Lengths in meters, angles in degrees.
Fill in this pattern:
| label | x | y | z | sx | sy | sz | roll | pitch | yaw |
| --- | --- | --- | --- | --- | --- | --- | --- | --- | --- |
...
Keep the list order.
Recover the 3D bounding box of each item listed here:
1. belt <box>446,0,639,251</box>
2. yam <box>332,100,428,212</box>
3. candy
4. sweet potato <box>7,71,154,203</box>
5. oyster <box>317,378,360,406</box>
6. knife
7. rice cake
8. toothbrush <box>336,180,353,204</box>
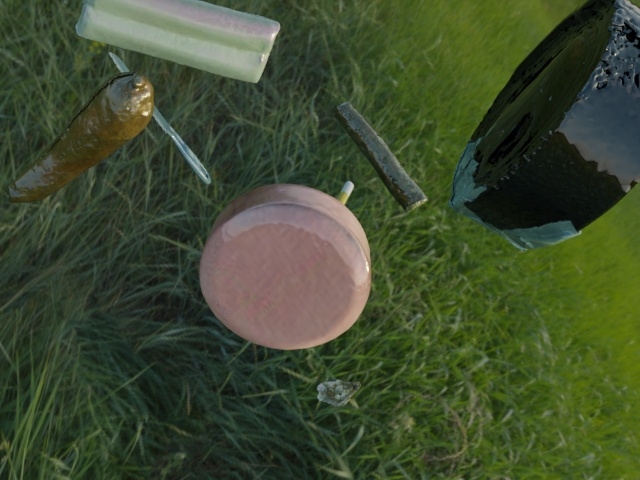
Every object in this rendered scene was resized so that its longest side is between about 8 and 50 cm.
| label | x | y | z | sx | sy | sz | roll | pitch | yaw |
| --- | --- | --- | --- | --- | --- | --- | --- | --- | --- |
| belt | 0.161 | -0.070 | 0.439 | 0.078 | 0.198 | 0.151 | 29 | 67 | -5 |
| yam | 0.123 | -0.178 | 1.325 | 0.061 | 0.061 | 0.274 | -33 | 86 | -40 |
| candy | -0.043 | 0.046 | 0.904 | 0.255 | 0.255 | 0.094 | 26 | 27 | -11 |
| sweet potato | -0.322 | -0.132 | 0.855 | 0.075 | 0.273 | 0.075 | 46 | 23 | -26 |
| oyster | 0.037 | 0.302 | 1.253 | 0.034 | 0.093 | 0.051 | 14 | 77 | -63 |
| knife | -0.281 | -0.207 | 1.129 | 0.313 | 0.019 | 0.045 | 57 | 11 | -39 |
| rice cake | -0.159 | -0.243 | 0.726 | 0.221 | 0.080 | 0.042 | 8 | 45 | -28 |
| toothbrush | 0.000 | 0.000 | 1.130 | 0.021 | 0.024 | 0.288 | 40 | 55 | -19 |
